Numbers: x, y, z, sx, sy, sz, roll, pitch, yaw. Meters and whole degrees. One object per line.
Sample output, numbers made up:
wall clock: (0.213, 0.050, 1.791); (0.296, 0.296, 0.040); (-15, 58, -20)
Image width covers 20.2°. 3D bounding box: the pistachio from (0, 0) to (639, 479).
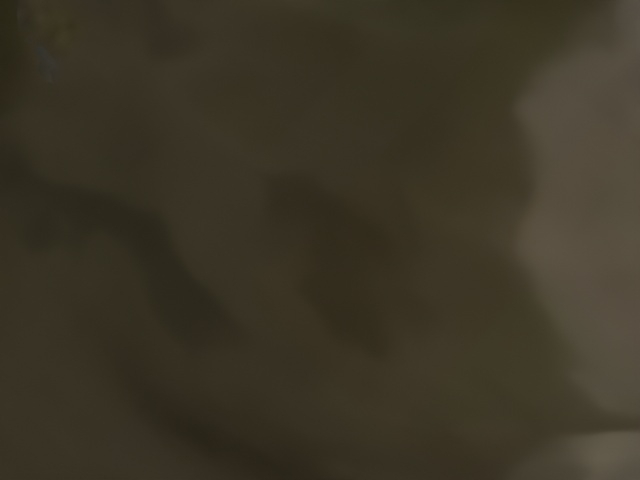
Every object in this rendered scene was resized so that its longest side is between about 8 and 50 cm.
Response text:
pistachio: (0.000, 0.000, 0.626); (0.445, 0.365, 0.281); (44, -5, -1)
